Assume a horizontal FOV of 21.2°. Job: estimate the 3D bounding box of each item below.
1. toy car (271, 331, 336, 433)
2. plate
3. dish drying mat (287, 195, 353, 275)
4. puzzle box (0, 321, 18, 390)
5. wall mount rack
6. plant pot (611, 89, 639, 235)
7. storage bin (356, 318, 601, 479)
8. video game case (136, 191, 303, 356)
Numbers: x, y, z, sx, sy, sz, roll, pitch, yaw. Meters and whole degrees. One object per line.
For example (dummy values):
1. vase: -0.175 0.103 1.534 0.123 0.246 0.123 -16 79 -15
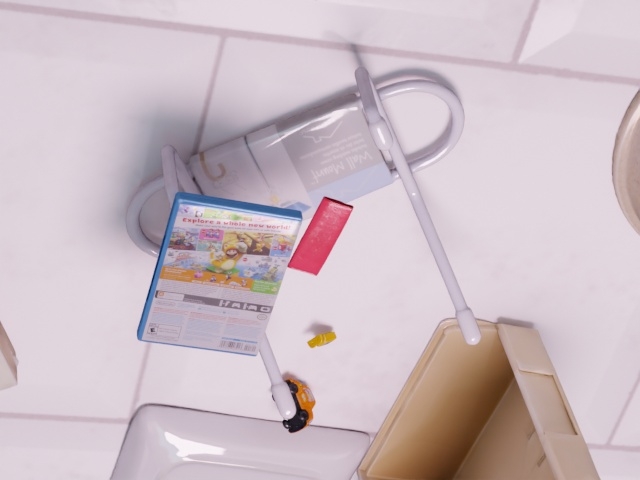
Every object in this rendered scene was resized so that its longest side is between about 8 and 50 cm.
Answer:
1. toy car: -0.005 0.152 1.832 0.040 0.060 0.122 -11 147 -47
2. plate: -0.110 0.313 1.946 0.278 0.045 0.277 10 126 -20
3. dish drying mat: 0.000 -0.004 1.577 0.032 0.008 0.083 16 123 -20
4. puzzle box: -0.530 0.092 1.665 0.408 0.052 0.272 -16 130 0
5. wall mount rack: 0.000 0.000 1.657 0.350 0.130 0.304 -22 130 6
6. plant pot: 0.487 -0.012 1.641 0.333 0.305 0.334 -7 130 -8
7. storage bin: 0.168 0.261 1.822 0.123 0.262 0.260 11 126 -22
8. video game case: -0.095 0.034 1.584 0.119 0.015 0.166 9 124 -15
